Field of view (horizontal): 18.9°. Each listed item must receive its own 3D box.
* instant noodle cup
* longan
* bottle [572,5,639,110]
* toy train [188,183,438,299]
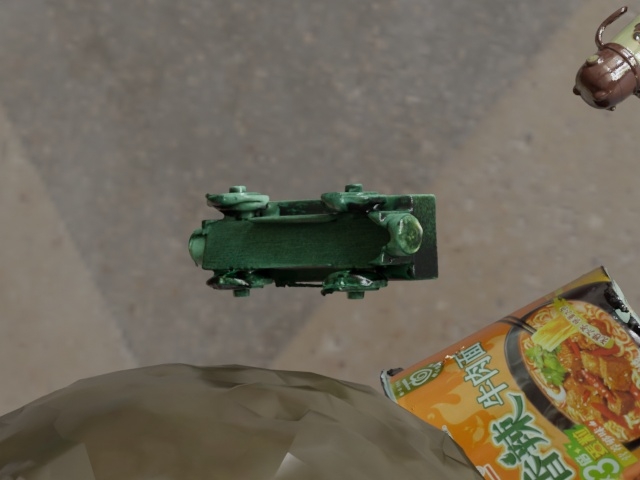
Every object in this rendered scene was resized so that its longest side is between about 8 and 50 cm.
[{"bbox_3d":[0.179,0.139,1.381,0.182,0.230,0.230,-36,58,8],"label":"instant noodle cup"},{"bbox_3d":[-0.073,0.268,0.961,0.404,0.404,0.436,-11,44,44],"label":"longan"},{"bbox_3d":[0.217,-0.125,1.311,0.063,0.101,0.047,40,155,30],"label":"bottle"},{"bbox_3d":[0.000,0.000,1.181,0.172,0.099,0.070,-1,90,39],"label":"toy train"}]
